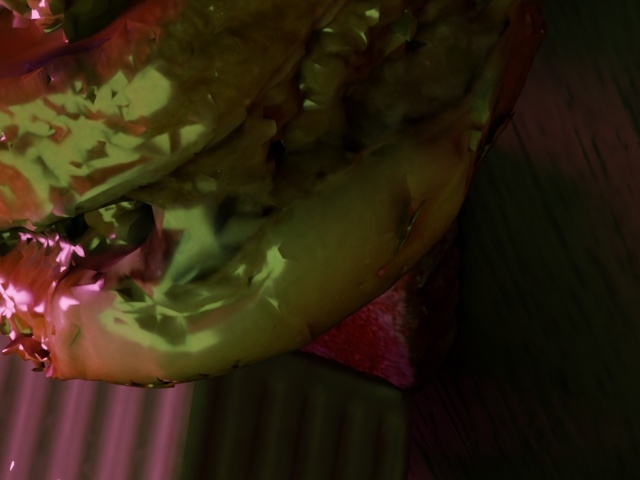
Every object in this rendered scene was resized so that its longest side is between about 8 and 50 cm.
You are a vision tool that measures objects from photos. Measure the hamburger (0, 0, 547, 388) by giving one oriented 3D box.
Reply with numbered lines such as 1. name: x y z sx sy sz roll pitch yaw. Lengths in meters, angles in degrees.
1. hamburger: -0.064 -0.091 0.408 0.245 0.260 0.211 18 144 52

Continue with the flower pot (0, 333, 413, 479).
1. flower pot: -0.076 0.150 0.574 0.239 0.190 0.209 25 153 -35

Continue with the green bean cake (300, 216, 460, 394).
1. green bean cake: 0.000 0.000 0.594 0.135 0.056 0.135 18 140 26
